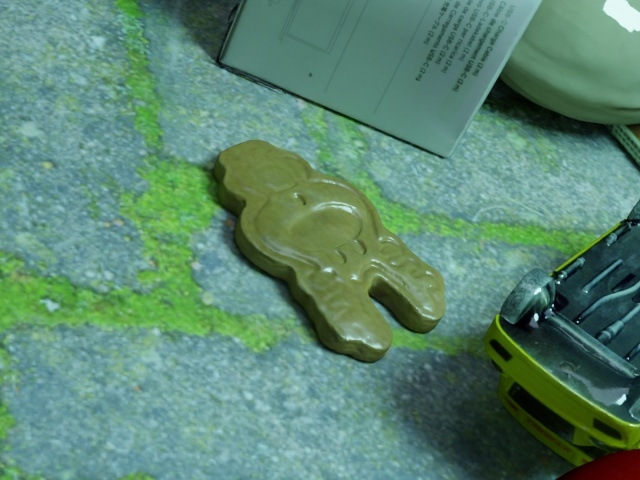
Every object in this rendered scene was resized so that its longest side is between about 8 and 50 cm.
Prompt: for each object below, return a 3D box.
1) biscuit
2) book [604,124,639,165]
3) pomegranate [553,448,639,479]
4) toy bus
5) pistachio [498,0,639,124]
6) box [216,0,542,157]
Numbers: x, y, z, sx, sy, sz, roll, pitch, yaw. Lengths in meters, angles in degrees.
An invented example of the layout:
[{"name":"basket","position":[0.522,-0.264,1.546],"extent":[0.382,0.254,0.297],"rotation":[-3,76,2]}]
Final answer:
[{"name":"biscuit","position":[0.002,-0.001,1.168],"extent":[0.144,0.040,0.236],"rotation":[-19,60,-47]},{"name":"book","position":[0.375,-0.272,1.562],"extent":[0.300,0.039,0.428],"rotation":[-26,59,-15]},{"name":"pomegranate","position":[0.218,0.252,0.897],"extent":[0.210,0.210,0.235],"rotation":[-16,96,-39]},{"name":"toy bus","position":[0.250,0.078,1.125],"extent":[0.144,0.152,0.330],"rotation":[38,39,20]},{"name":"pistachio","position":[0.258,-0.235,1.409],"extent":[0.332,0.208,0.226],"rotation":[39,47,16]},{"name":"box","position":[0.055,-0.218,1.288],"extent":[0.251,0.203,0.106],"rotation":[23,39,-5]}]
